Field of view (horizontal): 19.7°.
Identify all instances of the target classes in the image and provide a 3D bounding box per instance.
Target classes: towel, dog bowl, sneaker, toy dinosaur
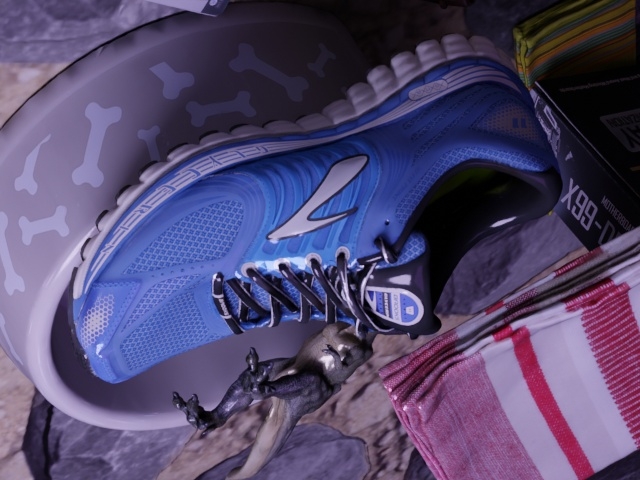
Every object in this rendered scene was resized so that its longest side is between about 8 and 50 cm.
[{"bbox_3d":[0.208,-0.110,1.452,0.102,0.021,0.237,-27,146,-6],"label":"towel"},{"bbox_3d":[-0.077,-0.001,1.291,0.349,0.102,0.348,-22,144,-17],"label":"dog bowl"},{"bbox_3d":[0.216,0.072,1.214,0.329,0.037,0.237,-30,143,2],"label":"towel"},{"bbox_3d":[0.000,0.000,1.132,0.330,0.147,0.129,-29,146,-5],"label":"sneaker"},{"bbox_3d":[-0.031,0.106,1.321,0.118,0.064,0.268,-2,139,-47],"label":"toy dinosaur"}]

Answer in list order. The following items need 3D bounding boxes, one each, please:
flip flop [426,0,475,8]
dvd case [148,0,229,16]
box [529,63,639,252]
[{"bbox_3d":[0.099,-0.193,1.206,0.277,0.080,0.112,-1,135,-38],"label":"flip flop"},{"bbox_3d":[-0.108,-0.221,1.051,0.239,0.029,0.179,7,130,-43],"label":"dvd case"},{"bbox_3d":[0.331,-0.040,1.420,0.307,0.242,0.076,-12,140,-33],"label":"box"}]
